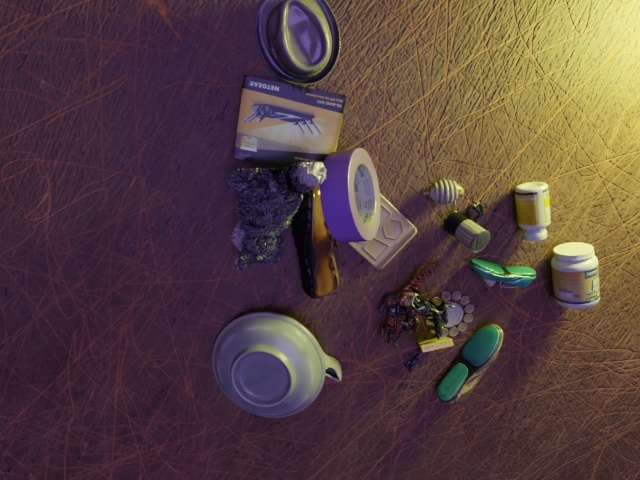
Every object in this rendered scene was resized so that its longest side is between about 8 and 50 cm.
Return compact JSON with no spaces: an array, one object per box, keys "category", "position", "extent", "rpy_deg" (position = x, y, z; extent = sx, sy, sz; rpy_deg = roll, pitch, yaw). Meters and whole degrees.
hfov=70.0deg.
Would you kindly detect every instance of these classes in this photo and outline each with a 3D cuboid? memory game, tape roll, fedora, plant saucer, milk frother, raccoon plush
[{"category":"memory game","position":[0.467,0.266,1.652],"extent":[0.186,0.012,0.186],"rpy_deg":[-2,105,-6]},{"category":"tape roll","position":[0.095,-0.132,1.361],"extent":[0.090,0.275,0.275],"rpy_deg":[-5,108,25]},{"category":"fedora","position":[-0.059,-0.587,1.300],"extent":[0.243,0.124,0.276],"rpy_deg":[-16,107,-2]},{"category":"plant saucer","position":[-0.186,0.440,1.534],"extent":[0.399,0.100,0.401],"rpy_deg":[2,104,9]},{"category":"milk frother","position":[0.508,-0.048,1.506],"extent":[0.129,0.135,0.143],"rpy_deg":[23,107,-43]},{"category":"raccoon plush","position":[-0.144,-0.053,1.297],"extent":[0.215,0.446,0.300],"rpy_deg":[-1,93,-20]}]

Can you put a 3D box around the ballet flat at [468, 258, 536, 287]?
[{"category":"ballet flat","position":[0.629,0.127,1.599],"extent":[0.247,0.083,0.087],"rpy_deg":[9,118,-7]}]

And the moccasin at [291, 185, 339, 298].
[{"category":"moccasin","position":[0.002,0.001,1.463],"extent":[0.146,0.139,0.381],"rpy_deg":[-19,110,-27]}]

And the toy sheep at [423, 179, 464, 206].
[{"category":"toy sheep","position":[0.402,-0.156,1.493],"extent":[0.131,0.091,0.091],"rpy_deg":[-7,106,1]}]

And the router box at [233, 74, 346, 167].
[{"category":"router box","position":[-0.096,-0.344,1.385],"extent":[0.308,0.081,0.243],"rpy_deg":[8,104,-8]}]

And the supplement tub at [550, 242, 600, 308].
[{"category":"supplement tub","position":[0.885,0.121,1.590],"extent":[0.144,0.144,0.200],"rpy_deg":[-14,107,-2]}]

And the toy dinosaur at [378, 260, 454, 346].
[{"category":"toy dinosaur","position":[0.326,0.227,1.559],"extent":[0.218,0.164,0.322],"rpy_deg":[27,120,10]}]

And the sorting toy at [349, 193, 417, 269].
[{"category":"sorting toy","position":[0.187,-0.034,1.529],"extent":[0.208,0.038,0.193],"rpy_deg":[42,97,-10]}]

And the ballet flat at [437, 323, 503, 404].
[{"category":"ballet flat","position":[0.560,0.458,1.673],"extent":[0.123,0.123,0.349],"rpy_deg":[31,99,-13]}]

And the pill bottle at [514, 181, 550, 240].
[{"category":"pill bottle","position":[0.713,-0.097,1.533],"extent":[0.103,0.103,0.184],"rpy_deg":[-13,106,-3]}]

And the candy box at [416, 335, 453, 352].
[{"category":"candy box","position":[0.389,0.355,1.568],"extent":[0.105,0.206,0.027],"rpy_deg":[-17,79,6]}]

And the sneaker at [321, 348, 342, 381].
[{"category":"sneaker","position":[-0.009,0.424,1.599],"extent":[0.212,0.094,0.080],"rpy_deg":[31,101,-13]}]

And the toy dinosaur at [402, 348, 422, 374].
[{"category":"toy dinosaur","position":[0.344,0.439,1.683],"extent":[0.082,0.047,0.090],"rpy_deg":[-38,139,-4]}]
